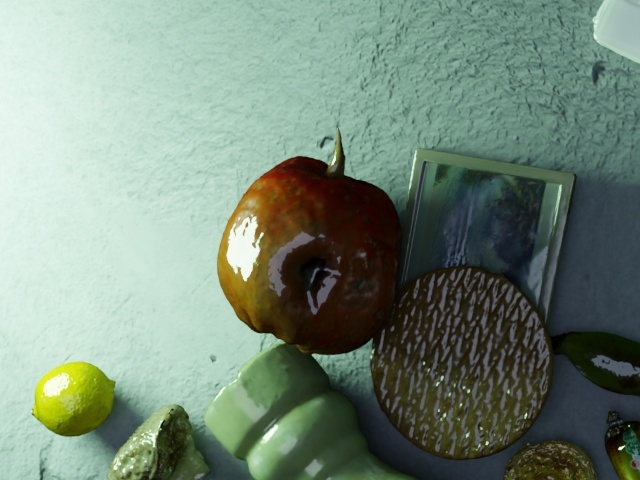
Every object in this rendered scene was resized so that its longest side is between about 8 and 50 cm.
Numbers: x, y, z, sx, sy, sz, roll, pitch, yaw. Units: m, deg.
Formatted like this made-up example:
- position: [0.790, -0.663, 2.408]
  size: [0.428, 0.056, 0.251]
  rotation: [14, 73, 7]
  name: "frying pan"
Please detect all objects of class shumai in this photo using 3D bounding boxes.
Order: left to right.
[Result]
- position: [-0.218, 0.311, 1.972]
  size: [0.145, 0.145, 0.116]
  rotation: [-43, 97, 13]
  name: "shumai"

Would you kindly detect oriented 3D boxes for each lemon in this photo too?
- position: [-0.362, 0.233, 2.015]
  size: [0.133, 0.109, 0.109]
  rotation: [-22, 84, 6]
  name: "lemon"

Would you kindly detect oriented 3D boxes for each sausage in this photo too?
- position: [0.468, 0.385, 1.782]
  size: [0.082, 0.082, 0.372]
  rotation: [-30, 81, 15]
  name: "sausage"

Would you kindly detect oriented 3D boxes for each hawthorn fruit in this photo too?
- position: [-0.008, 0.022, 1.843]
  size: [0.258, 0.258, 0.262]
  rotation: [17, 66, 16]
  name: "hawthorn fruit"

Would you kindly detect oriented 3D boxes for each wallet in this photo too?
- position: [0.451, -0.269, 1.808]
  size: [0.190, 0.033, 0.095]
  rotation: [24, 95, 15]
  name: "wallet"

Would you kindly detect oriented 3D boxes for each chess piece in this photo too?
- position: [0.047, 0.343, 1.840]
  size: [0.442, 0.234, 0.234]
  rotation: [46, 102, 17]
  name: "chess piece"

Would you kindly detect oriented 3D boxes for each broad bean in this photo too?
- position: [0.439, 0.172, 1.794]
  size: [0.339, 0.061, 0.077]
  rotation: [12, 72, 16]
  name: "broad bean"

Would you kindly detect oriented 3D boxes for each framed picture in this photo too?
- position: [0.210, 0.045, 1.871]
  size: [0.232, 0.024, 0.315]
  rotation: [11, 92, 25]
  name: "framed picture"

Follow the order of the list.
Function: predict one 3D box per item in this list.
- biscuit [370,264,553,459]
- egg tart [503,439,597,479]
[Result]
- position: [0.189, 0.162, 1.845]
  size: [0.262, 0.037, 0.262]
  rotation: [-1, 88, 26]
  name: "biscuit"
- position: [0.308, 0.325, 1.844]
  size: [0.128, 0.049, 0.129]
  rotation: [1, 95, 13]
  name: "egg tart"
